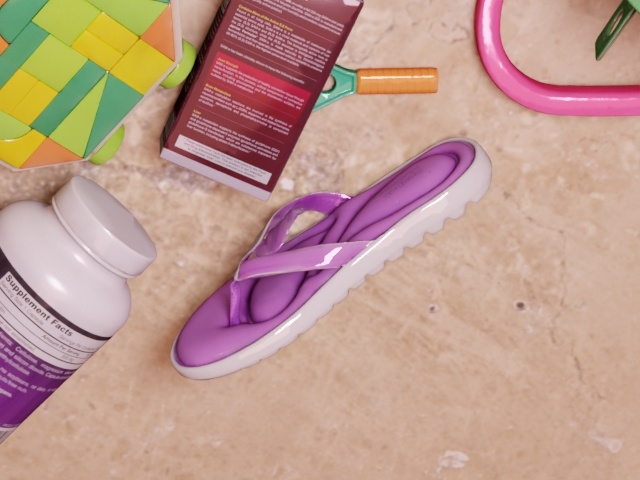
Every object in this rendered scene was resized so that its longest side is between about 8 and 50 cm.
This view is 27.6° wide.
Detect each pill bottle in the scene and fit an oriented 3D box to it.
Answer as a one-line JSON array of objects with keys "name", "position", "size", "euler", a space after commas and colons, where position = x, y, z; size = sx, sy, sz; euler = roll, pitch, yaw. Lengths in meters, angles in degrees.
[{"name": "pill bottle", "position": [-0.333, 0.083, 1.402], "size": [0.323, 0.181, 0.181], "euler": [-44, 111, 9]}]

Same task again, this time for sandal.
[{"name": "sandal", "position": [-0.006, -0.004, 1.431], "size": [0.416, 0.169, 0.102], "euler": [-35, 115, -7]}]

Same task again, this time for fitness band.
[{"name": "fitness band", "position": [0.315, -0.238, 1.420], "size": [0.291, 0.054, 0.209], "euler": [0, 110, 1]}]

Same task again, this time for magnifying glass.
[{"name": "magnifying glass", "position": [0.015, -0.174, 1.437], "size": [0.231, 0.026, 0.092], "euler": [-3, 111, -8]}]

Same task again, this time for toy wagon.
[{"name": "toy wagon", "position": [-0.249, -0.223, 1.299], "size": [0.344, 0.068, 0.267], "euler": [-44, 130, 18]}]

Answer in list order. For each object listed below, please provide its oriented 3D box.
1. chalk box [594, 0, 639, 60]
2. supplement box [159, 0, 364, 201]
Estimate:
[{"name": "chalk box", "position": [0.366, -0.291, 1.260], "size": [0.289, 0.180, 0.179], "euler": [-40, 100, 22]}, {"name": "supplement box", "position": [-0.066, -0.177, 1.375], "size": [0.130, 0.073, 0.239], "euler": [23, 107, -15]}]
